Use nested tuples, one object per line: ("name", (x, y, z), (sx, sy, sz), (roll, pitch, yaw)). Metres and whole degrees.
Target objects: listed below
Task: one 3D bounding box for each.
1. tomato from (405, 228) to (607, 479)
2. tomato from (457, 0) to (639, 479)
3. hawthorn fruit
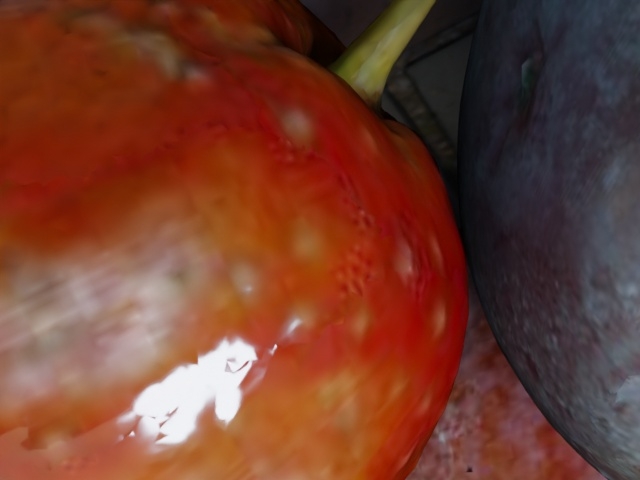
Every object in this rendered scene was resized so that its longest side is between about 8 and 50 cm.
("tomato", (0.117, 0.064, 0.831), (0.309, 0.170, 0.309), (-27, 179, 0))
("tomato", (0.200, -0.036, 0.606), (0.282, 0.317, 0.317), (6, 139, -14))
("hawthorn fruit", (-0.064, 0.002, 0.597), (0.330, 0.287, 0.287), (-42, 141, 3))
